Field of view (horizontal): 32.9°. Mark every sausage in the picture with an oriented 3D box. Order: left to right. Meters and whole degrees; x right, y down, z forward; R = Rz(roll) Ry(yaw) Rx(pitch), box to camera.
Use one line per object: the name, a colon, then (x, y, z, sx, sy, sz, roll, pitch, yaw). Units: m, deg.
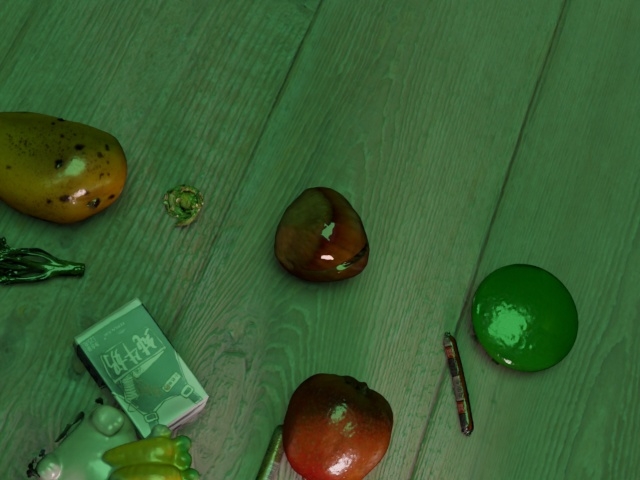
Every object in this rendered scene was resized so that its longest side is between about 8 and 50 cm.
sausage: (-0.104, 0.434, 1.862, 0.033, 0.033, 0.269, 22, 68, -2)
sausage: (0.254, 0.263, 1.993, 0.028, 0.025, 0.198, -17, 70, 18)

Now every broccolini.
broccolini: (-0.525, 0.047, 1.928, 0.202, 0.068, 0.091, 11, 81, -23)

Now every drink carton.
drink carton: (-0.309, 0.230, 1.866, 0.134, 0.102, 0.222, -34, 81, -22)

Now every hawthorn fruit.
hawthorn fruit: (0.016, 0.341, 1.853, 0.196, 0.196, 0.225, 29, 90, 1)

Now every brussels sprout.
brussels sprout: (-0.253, -0.071, 2.009, 0.085, 0.058, 0.085, 1, 93, 15)

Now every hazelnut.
hazelnut: (0.000, 0.000, 1.977, 0.182, 0.182, 0.182, 3, 70, -9)

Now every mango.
mango: (-0.493, -0.133, 1.937, 0.290, 0.160, 0.191, 20, 77, 2)

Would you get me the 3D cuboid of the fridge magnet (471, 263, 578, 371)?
fridge magnet: (0.381, 0.145, 2.025, 0.208, 0.088, 0.208, 3, 70, -8)

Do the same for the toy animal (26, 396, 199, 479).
toy animal: (-0.302, 0.417, 1.724, 0.310, 0.247, 0.183, 41, 47, 10)
